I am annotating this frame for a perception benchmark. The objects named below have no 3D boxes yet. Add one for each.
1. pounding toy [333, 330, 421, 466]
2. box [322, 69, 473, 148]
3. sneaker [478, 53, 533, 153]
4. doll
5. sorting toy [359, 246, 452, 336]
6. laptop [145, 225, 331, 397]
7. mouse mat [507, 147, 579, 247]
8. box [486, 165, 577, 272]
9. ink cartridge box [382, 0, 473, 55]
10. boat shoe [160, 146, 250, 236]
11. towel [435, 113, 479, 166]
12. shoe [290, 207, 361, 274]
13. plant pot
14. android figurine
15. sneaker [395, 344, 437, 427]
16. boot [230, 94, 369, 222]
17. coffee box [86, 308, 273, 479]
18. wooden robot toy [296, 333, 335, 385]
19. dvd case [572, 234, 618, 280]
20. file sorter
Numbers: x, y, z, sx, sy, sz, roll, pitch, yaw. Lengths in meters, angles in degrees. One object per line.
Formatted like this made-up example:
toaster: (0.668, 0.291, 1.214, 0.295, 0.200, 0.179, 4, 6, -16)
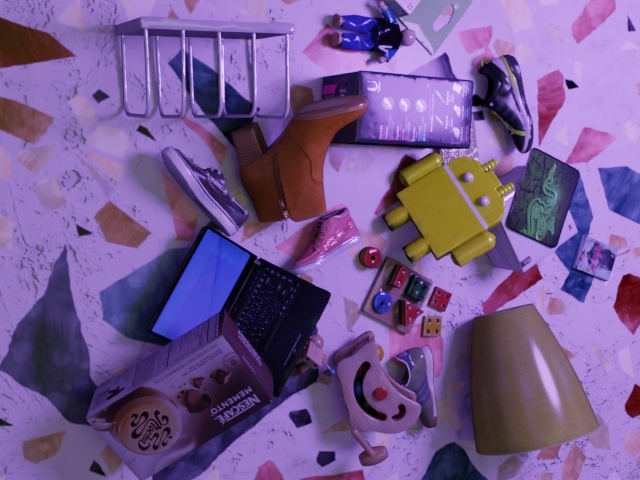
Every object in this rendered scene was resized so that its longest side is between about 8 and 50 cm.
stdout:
pounding toy: (0.127, 0.336, 1.768, 0.154, 0.155, 0.269, -15, 102, 0)
box: (0.156, -0.263, 1.736, 0.271, 0.165, 0.143, -1, 96, -26)
sneaker: (0.411, -0.304, 1.916, 0.097, 0.084, 0.234, -16, 102, 1)
doll: (0.117, -0.433, 1.767, 0.189, 0.046, 0.129, 1, 96, -25)
sorting toy: (0.184, 0.127, 1.855, 0.275, 0.046, 0.132, 29, 83, -25)
laptop: (-0.152, 0.138, 1.641, 0.264, 0.136, 0.234, 27, 83, 11)
mouse mat: (0.492, -0.093, 1.869, 0.153, 0.007, 0.189, 21, 86, -26)
box: (0.454, -0.051, 1.925, 0.181, 0.119, 0.181, -34, 108, -19)
ink cartridge box: (0.221, -0.536, 1.803, 0.235, 0.056, 0.171, 41, 77, -21)
boat shoe: (-0.219, -0.106, 1.629, 0.070, 0.078, 0.219, -46, 120, -14)
towel: (0.303, -0.210, 1.888, 0.110, 0.027, 0.148, -13, 101, -23)
shoe: (0.000, 0.000, 1.749, 0.178, 0.063, 0.081, -30, 106, -25)
plant pot: (0.445, 0.298, 1.898, 0.275, 0.275, 0.293, -12, 84, -24)
android figurine: (0.277, -0.072, 1.806, 0.273, 0.056, 0.248, -30, 76, 3)
sneaker: (0.207, 0.328, 1.883, 0.086, 0.064, 0.192, -7, 102, -12)
boot: (-0.016, -0.150, 1.643, 0.295, 0.104, 0.211, -14, 111, 20)
coffee box: (-0.253, 0.284, 1.567, 0.297, 0.119, 0.168, -31, 109, 6)
wooden robot toy: (-0.028, 0.224, 1.768, 0.173, 0.076, 0.079, 44, 41, -22)
dvd case: (0.679, 0.044, 2.099, 0.120, 0.013, 0.087, 20, 87, -25)
file sorter: (-0.212, -0.308, 1.546, 0.278, 0.193, 0.173, -4, 100, -25)
